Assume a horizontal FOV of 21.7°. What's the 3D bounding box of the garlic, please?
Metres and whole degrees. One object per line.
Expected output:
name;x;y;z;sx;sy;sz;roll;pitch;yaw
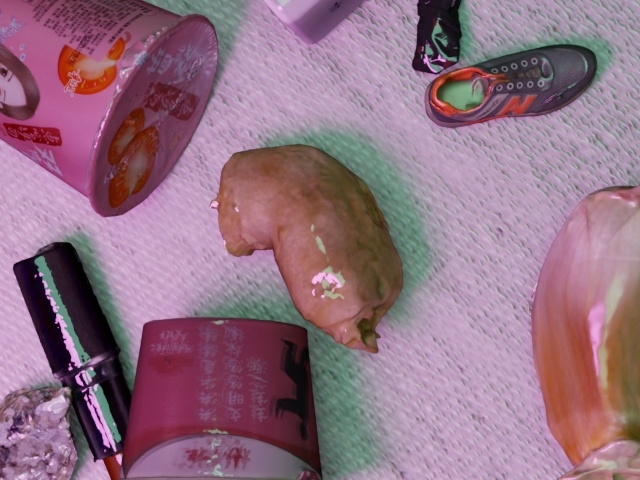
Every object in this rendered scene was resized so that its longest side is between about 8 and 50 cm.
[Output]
garlic;0.348;0.114;1.717;0.286;0.249;0.313;-4;67;24

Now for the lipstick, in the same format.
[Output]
lipstick;-0.257;0.147;1.864;0.081;0.081;0.299;-23;89;7

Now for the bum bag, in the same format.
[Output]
bum bag;0.131;-0.244;1.842;0.058;0.034;0.124;1;88;22

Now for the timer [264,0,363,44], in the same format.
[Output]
timer;-0.013;-0.350;1.786;0.195;0.192;0.194;-42;83;5

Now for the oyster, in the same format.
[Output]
oyster;-0.326;0.231;1.864;0.125;0.064;0.177;13;114;13

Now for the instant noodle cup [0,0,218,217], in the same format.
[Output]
instant noodle cup;-0.270;-0.180;1.804;0.231;0.243;0.243;28;92;14

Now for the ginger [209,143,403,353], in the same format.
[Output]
ginger;0.000;0.000;1.806;0.152;0.138;0.267;-48;70;18

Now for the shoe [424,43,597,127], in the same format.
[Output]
shoe;0.206;-0.168;1.807;0.194;0.077;0.074;-13;86;8

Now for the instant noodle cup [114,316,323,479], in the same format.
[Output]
instant noodle cup;-0.103;0.181;1.780;0.235;0.235;0.178;0;78;8
